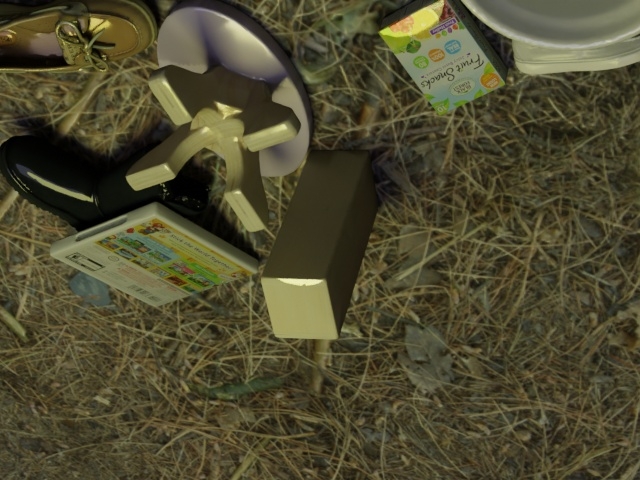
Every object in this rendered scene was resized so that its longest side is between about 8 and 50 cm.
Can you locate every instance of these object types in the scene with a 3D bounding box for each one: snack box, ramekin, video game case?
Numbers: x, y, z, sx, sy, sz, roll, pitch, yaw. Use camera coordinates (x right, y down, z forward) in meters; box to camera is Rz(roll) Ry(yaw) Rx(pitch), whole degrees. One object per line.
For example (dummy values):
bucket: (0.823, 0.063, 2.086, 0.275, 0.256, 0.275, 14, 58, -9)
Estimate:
snack box: (0.152, -0.234, 1.596, 0.100, 0.037, 0.141, -23, 120, 32)
ramekin: (0.273, -0.357, 1.393, 0.277, 0.135, 0.277, 9, 132, 10)
video game case: (-0.239, 0.025, 1.873, 0.206, 0.026, 0.227, -19, 147, 31)

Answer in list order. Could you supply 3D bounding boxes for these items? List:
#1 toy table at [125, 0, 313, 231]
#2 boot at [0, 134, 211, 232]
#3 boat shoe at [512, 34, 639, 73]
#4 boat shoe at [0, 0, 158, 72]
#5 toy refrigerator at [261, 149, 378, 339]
toy table: (-0.127, -0.156, 1.664, 0.252, 0.161, 0.274, -27, 118, 33)
boot: (-0.298, -0.094, 1.805, 0.207, 0.094, 0.246, -26, 125, 36)
boat shoe: (0.316, -0.244, 1.530, 0.184, 0.066, 0.063, 0, 131, 29)
boat shoe: (-0.351, -0.259, 1.687, 0.285, 0.089, 0.104, -4, 127, 19)
toy refrigerator: (0.000, 0.000, 1.683, 0.094, 0.269, 0.102, 1, 130, 15)
